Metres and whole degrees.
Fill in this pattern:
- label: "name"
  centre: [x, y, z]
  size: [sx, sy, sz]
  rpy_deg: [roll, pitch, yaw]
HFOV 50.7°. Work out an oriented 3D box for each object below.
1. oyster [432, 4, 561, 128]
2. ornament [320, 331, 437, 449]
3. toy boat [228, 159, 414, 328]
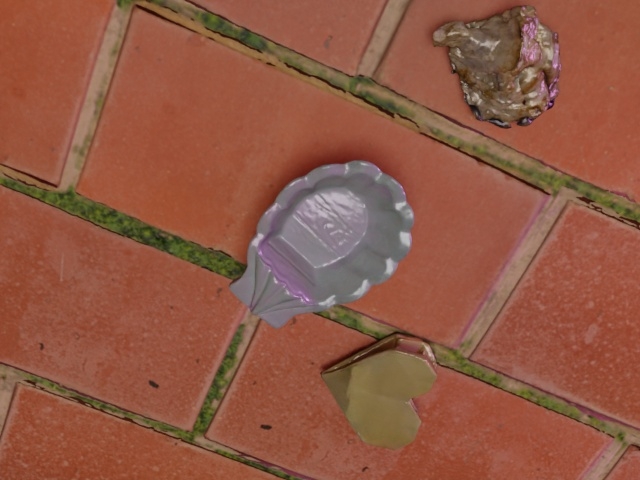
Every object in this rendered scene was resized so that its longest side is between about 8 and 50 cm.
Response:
- label: "oyster"
  centre: [0.234, -0.228, 0.885]
  size: [0.191, 0.081, 0.163]
  rpy_deg: [13, 117, 0]
- label: "ornament"
  centre: [0.086, 0.242, 1.099]
  size: [0.180, 0.059, 0.201]
  rpy_deg: [14, 114, -1]
- label: "toy boat"
  centre: [0.000, 0.000, 0.975]
  size: [0.290, 0.100, 0.199]
  rpy_deg: [-41, 105, 16]
